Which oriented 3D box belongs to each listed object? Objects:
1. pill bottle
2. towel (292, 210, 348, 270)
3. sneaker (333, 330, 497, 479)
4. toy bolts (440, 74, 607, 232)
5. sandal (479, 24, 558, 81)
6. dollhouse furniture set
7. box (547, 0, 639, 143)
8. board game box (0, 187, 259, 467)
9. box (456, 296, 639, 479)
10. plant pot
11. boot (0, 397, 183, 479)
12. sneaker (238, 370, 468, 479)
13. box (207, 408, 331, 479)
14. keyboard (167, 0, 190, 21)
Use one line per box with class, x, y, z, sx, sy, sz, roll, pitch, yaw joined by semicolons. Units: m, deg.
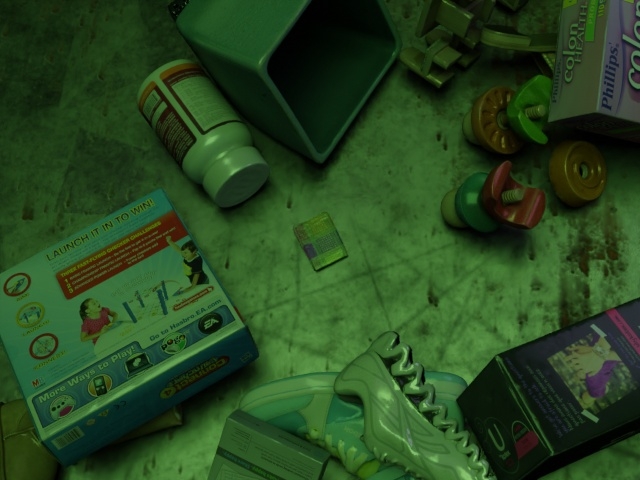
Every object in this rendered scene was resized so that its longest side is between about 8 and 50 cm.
pill bottle;-0.180;-0.164;1.609;0.121;0.121;0.221;-35;70;-7
towel;0.000;0.000;1.583;0.060;0.009;0.083;-26;69;-4
sneaker;0.125;0.257;1.308;0.118;0.110;0.292;-32;62;-8
toy bolts;0.283;-0.094;1.548;0.218;0.158;0.229;43;63;-21
sandal;0.351;-0.278;1.618;0.240;0.079;0.088;4;25;-18
dollhouse furniture set;0.210;-0.402;1.615;0.161;0.212;0.242;37;52;18
box;0.466;-0.255;1.487;0.242;0.117;0.214;9;86;-21
board game box;-0.290;0.113;1.481;0.308;0.086;0.302;-29;52;-9
box;0.340;0.193;1.345;0.270;0.165;0.143;-18;66;-21
plant pot;-0.069;-0.313;1.600;0.252;0.247;0.248;25;73;34
boot;-0.324;0.287;1.470;0.269;0.089;0.236;-19;68;-2
sneaker;0.046;0.288;1.404;0.318;0.127;0.208;-4;67;6
box;-0.081;0.338;1.394;0.145;0.038;0.186;24;109;15
keyboard;-0.181;-0.441;1.763;0.192;0.038;0.100;-42;70;-11
